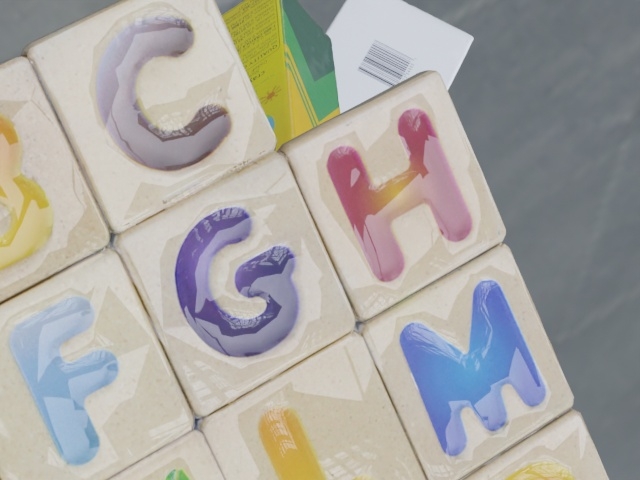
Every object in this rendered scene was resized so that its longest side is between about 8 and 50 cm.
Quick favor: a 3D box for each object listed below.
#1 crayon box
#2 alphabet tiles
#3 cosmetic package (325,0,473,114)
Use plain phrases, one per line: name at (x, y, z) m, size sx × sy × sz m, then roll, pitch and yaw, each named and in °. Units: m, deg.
crayon box at (-0.083, -0.048, 1.541) m, size 0.202 × 0.318 × 0.081 m, roll -32°, pitch 122°, yaw 18°
alphabet tiles at (-0.035, 0.114, 0.557) m, size 0.285 × 0.342 × 0.011 m, roll -29°, pitch -167°, yaw -23°
cosmetic package at (0.024, -0.097, 1.993) m, size 0.224 × 0.138 × 0.224 m, roll -61°, pitch 177°, yaw -47°
